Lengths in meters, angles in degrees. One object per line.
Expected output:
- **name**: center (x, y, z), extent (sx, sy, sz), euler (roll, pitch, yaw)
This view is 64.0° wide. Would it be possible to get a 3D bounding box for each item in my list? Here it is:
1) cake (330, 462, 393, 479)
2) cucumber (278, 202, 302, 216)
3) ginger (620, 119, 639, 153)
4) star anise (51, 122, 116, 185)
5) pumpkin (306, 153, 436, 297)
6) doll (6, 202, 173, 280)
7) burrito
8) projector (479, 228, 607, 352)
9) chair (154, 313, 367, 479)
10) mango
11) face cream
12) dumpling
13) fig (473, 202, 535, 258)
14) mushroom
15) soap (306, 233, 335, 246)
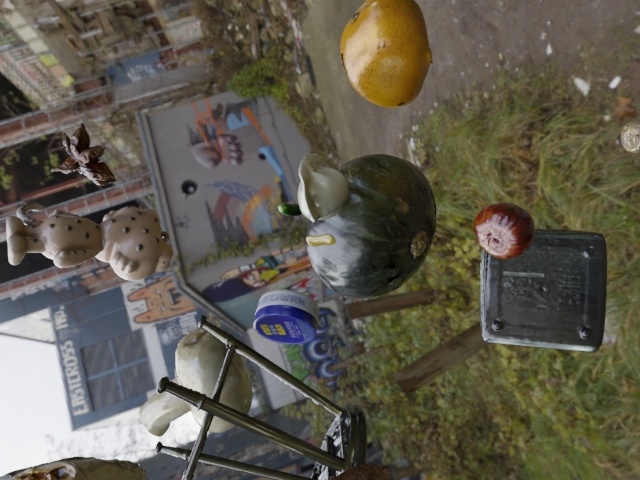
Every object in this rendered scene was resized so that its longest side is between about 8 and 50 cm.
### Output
- **cake**: center (0.066, 0.460, 0.834), extent (0.147, 0.135, 0.134), euler (66, 155, 10)
- **cucumber**: center (-0.078, -0.085, 1.438), extent (0.155, 0.037, 0.037), euler (-1, -110, -65)
- **ginger**: center (0.742, -0.221, 1.113), extent (0.204, 0.105, 0.080), euler (-145, 50, -66)
- **star anise**: center (-0.703, -0.237, 1.538), extent (0.196, 0.212, 0.111), euler (34, -140, -19)
- **pumpkin**: center (0.163, -0.039, 1.547), extent (0.344, 0.454, 0.454), euler (25, 150, 27)
- **doll**: center (-0.415, -0.004, 0.938), extent (0.119, 0.278, 0.154), euler (-57, 38, 36)
- **burrito**: center (-0.393, 0.409, 0.818), extent (0.105, 0.143, 0.299), euler (58, 169, 22)
- **projector**: center (0.767, 0.159, 1.797), extent (0.242, 0.396, 0.404), euler (-2, -85, -73)
- **chair**: center (-0.139, 0.432, 1.053), extent (0.364, 0.411, 0.361), euler (-99, 29, -81)
- **mango**: center (0.146, -0.408, 1.154), extent (0.290, 0.191, 0.159), euler (58, -161, -55)
- **face cream**: center (-0.108, 0.247, 1.670), extent (0.205, 0.206, 0.111), euler (76, -163, -49)
- **dumpling**: center (0.003, -0.134, 1.263), extent (0.126, 0.216, 0.166), euler (3, 112, 50)
- **fig**: center (0.410, -0.022, 1.105), extent (0.128, 0.151, 0.128), euler (178, 90, -75)
- **mushroom**: center (-0.326, 0.437, 1.520), extent (0.315, 0.316, 0.355), euler (-119, 48, -69)
- **soap**: center (0.000, 0.000, 1.277), extent (0.012, 0.089, 0.034), euler (-53, -56, -39)
